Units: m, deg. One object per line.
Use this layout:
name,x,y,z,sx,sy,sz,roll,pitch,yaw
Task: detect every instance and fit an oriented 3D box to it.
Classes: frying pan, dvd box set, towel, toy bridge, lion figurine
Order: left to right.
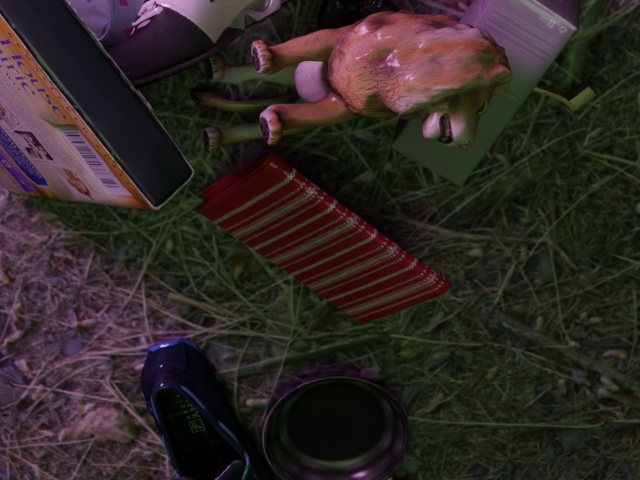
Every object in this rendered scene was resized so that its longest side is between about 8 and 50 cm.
dvd box set,-0.324,-0.170,1.359,0.062,0.420,0.307,-46,114,-21
towel,0.000,0.000,1.582,0.275,0.031,0.199,35,152,-17
lion figurine,0.018,-0.171,1.420,0.240,0.392,0.142,-14,104,-21
frying pan,0.078,0.283,1.781,0.326,0.053,0.197,25,115,-15
toy bridge,0.237,-0.218,1.531,0.063,0.026,0.188,-39,111,19

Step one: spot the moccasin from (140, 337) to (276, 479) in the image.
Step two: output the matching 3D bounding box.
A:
moccasin,-0.156,0.292,1.745,0.138,0.117,0.342,-24,116,11

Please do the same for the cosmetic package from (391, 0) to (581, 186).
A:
cosmetic package,0.183,-0.191,1.464,0.107,0.127,0.238,32,122,-8

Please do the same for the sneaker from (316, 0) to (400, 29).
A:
sneaker,0.057,-0.273,1.488,0.089,0.051,0.170,23,120,-12

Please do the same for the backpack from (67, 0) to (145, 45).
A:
backpack,-0.268,-0.281,1.429,0.188,0.144,0.165,-14,114,-3

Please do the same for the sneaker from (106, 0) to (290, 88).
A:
sneaker,-0.135,-0.269,1.387,0.330,0.122,0.146,-40,112,-30
